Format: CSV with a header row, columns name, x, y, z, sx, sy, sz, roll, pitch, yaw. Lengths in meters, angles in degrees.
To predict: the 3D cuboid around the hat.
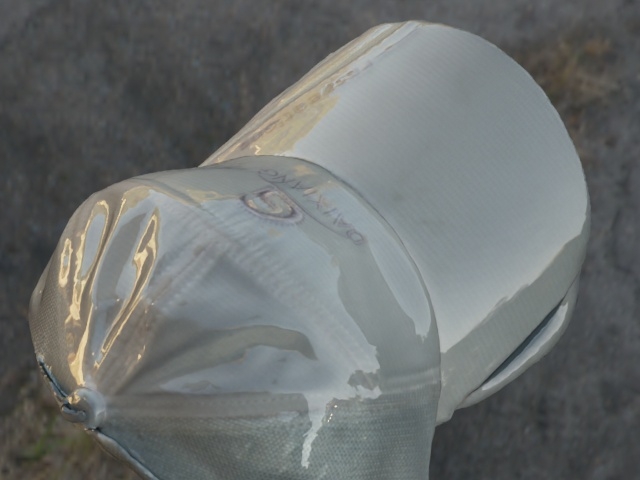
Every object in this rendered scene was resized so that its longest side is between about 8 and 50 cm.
name,x,y,z,sx,sy,sz,roll,pitch,yaw
hat,0.000,0.000,0.776,0.219,0.164,0.226,39,97,25
